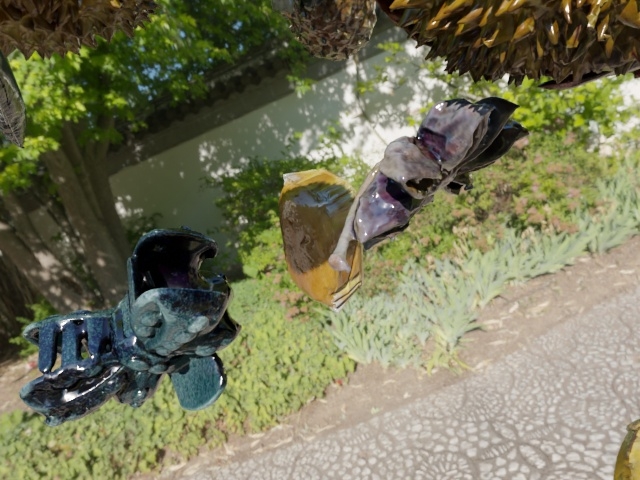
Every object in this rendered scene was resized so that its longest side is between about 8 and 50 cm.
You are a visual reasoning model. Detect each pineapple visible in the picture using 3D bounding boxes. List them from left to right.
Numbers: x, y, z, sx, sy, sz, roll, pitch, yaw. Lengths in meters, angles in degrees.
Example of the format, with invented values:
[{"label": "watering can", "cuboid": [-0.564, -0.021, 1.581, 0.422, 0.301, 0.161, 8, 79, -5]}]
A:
[{"label": "pineapple", "cuboid": [-0.010, -0.362, 0.603, 0.141, 0.170, 0.310, 16, -4, 17]}]

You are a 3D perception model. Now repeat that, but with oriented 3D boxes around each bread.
[{"label": "bread", "cuboid": [0.000, 0.000, 0.803, 0.107, 0.241, 0.136, -29, 42, -28]}]

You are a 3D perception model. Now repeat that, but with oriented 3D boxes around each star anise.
[{"label": "star anise", "cuboid": [0.098, -0.063, 0.457, 0.262, 0.081, 0.230, -33, -7, -17]}]

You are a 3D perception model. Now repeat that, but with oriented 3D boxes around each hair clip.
[{"label": "hair clip", "cuboid": [-0.236, 0.123, 0.620, 0.310, 0.194, 0.206, -33, -39, 16]}]

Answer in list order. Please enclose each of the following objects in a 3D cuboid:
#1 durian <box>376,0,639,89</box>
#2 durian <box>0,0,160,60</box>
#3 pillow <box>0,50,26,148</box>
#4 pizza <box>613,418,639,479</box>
[{"label": "durian", "cuboid": [0.196, -0.274, 0.322, 0.348, 0.347, 0.384, -14, 36, 36]}, {"label": "durian", "cuboid": [-0.162, -0.176, 0.250, 0.158, 0.137, 0.168, -44, -13, 29]}, {"label": "pillow", "cuboid": [-0.481, -0.236, 0.670, 0.055, 0.141, 0.208, -15, -10, -29]}, {"label": "pizza", "cuboid": [0.449, 0.368, 0.513, 0.223, 0.089, 0.323, 19, 41, 15]}]
